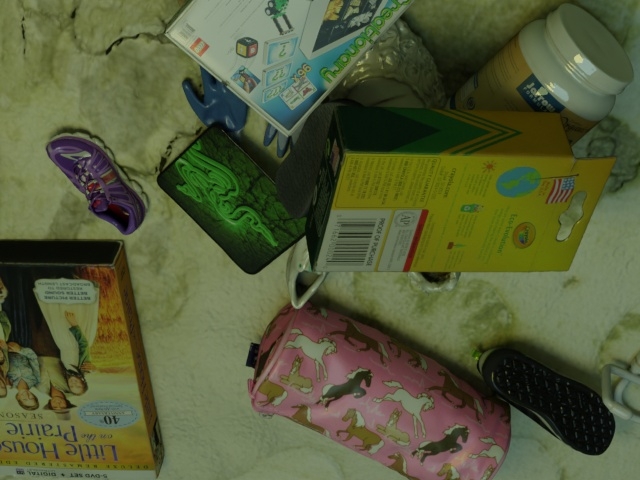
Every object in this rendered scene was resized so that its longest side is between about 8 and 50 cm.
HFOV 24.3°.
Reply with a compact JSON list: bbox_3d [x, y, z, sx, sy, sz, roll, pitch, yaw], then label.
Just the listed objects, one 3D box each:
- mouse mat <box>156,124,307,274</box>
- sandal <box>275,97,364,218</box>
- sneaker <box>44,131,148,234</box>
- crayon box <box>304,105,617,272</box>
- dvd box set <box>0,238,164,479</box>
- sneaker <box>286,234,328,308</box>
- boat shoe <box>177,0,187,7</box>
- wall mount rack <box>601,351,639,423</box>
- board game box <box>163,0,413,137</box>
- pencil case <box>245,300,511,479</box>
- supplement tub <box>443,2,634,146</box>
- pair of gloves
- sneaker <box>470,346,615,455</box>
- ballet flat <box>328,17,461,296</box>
[{"bbox_3d":[-0.114,-0.050,1.956,0.189,0.007,0.152,46,131,-6],"label":"mouse mat"},{"bbox_3d":[0.013,-0.105,1.804,0.097,0.054,0.254,67,153,7],"label":"sandal"},{"bbox_3d":[-0.294,-0.075,1.963,0.068,0.071,0.170,-34,115,28],"label":"sneaker"},{"bbox_3d":[0.156,-0.053,1.704,0.319,0.081,0.202,1,138,-13],"label":"crayon box"},{"bbox_3d":[-0.409,0.181,2.180,0.308,0.062,0.420,1,127,8],"label":"dvd box set"},{"bbox_3d":[0.000,0.000,1.964,0.080,0.094,0.212,14,127,-1],"label":"sneaker"},{"bbox_3d":[-0.092,-0.291,1.782,0.170,0.063,0.059,13,134,6],"label":"boat shoe"},{"bbox_3d":[0.563,0.192,2.009,0.304,0.130,0.350,25,127,-11],"label":"wall mount rack"},{"bbox_3d":[-0.009,-0.293,1.708,0.193,0.053,0.305,40,104,-17],"label":"board game box"},{"bbox_3d":[0.085,0.230,2.088,0.386,0.160,0.167,27,134,-13],"label":"pencil case"},{"bbox_3d":[0.258,-0.171,1.766,0.144,0.144,0.200,35,124,-18],"label":"supplement tub"},{"bbox_3d":[-0.079,-0.166,1.893,0.198,0.023,0.159,8,129,7],"label":"pair of gloves"},{"bbox_3d":[0.314,0.215,2.096,0.235,0.097,0.084,37,85,-13],"label":"sneaker"},{"bbox_3d":[0.108,-0.100,1.850,0.147,0.147,0.409,-12,124,17],"label":"ballet flat"}]
